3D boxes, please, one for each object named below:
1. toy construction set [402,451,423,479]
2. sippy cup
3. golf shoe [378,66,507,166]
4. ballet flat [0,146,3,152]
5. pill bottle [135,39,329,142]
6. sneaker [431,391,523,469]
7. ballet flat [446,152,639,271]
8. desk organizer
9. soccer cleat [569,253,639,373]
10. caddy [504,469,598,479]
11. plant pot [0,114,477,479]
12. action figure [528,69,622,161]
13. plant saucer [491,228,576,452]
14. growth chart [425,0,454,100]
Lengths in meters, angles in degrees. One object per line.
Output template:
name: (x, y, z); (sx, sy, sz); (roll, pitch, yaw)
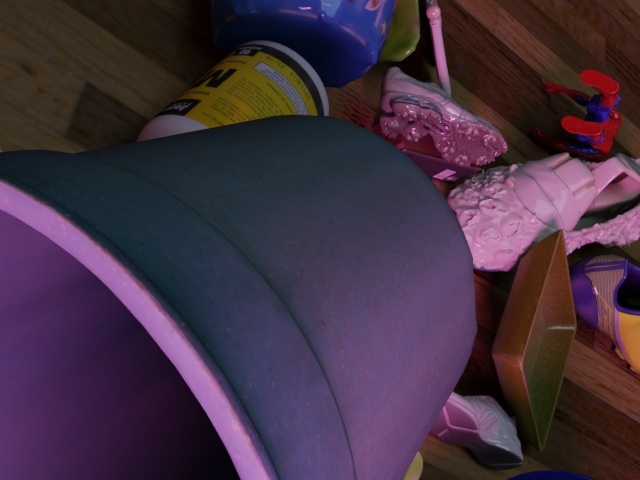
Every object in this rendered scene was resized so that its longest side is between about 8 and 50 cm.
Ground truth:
toy construction set: (-0.018, 0.296, 0.609); (0.309, 0.237, 0.257); (-2, 93, -32)
sippy cup: (-0.010, -0.282, 0.916); (0.306, 0.240, 0.224); (13, 75, -15)
golf shoe: (0.139, -0.142, 1.027); (0.176, 0.069, 0.086); (20, 50, -36)
ballet flat: (-0.241, -0.011, 0.684); (0.280, 0.095, 0.096); (38, 41, -38)
pill bottle: (-0.089, -0.081, 0.820); (0.119, 0.119, 0.208); (51, 47, -14)
sneaker: (0.162, 0.191, 0.991); (0.152, 0.054, 0.061); (39, 42, -32)
ballet flat: (0.311, -0.059, 1.160); (0.409, 0.147, 0.147); (-9, 80, -45)
desk organizer: (0.124, -0.107, 1.074); (0.130, 0.047, 0.050); (9, 65, -40)
soccer cleat: (0.438, 0.108, 1.217); (0.289, 0.121, 0.093); (33, 54, -29)
caddy: (0.208, 0.379, 0.812); (0.179, 0.241, 0.341); (10, 67, -50)
plant pot: (-0.077, 0.079, 0.547); (0.334, 0.341, 0.341); (-31, 95, -57)
action figure: (0.330, -0.170, 1.228); (0.091, 0.139, 0.280); (-67, 159, 4)
plant saucer: (0.241, 0.113, 1.046); (0.188, 0.045, 0.188); (-64, 147, -34)
growth chart: (0.135, -0.291, 1.115); (0.172, 0.021, 0.237); (66, 19, -56)
